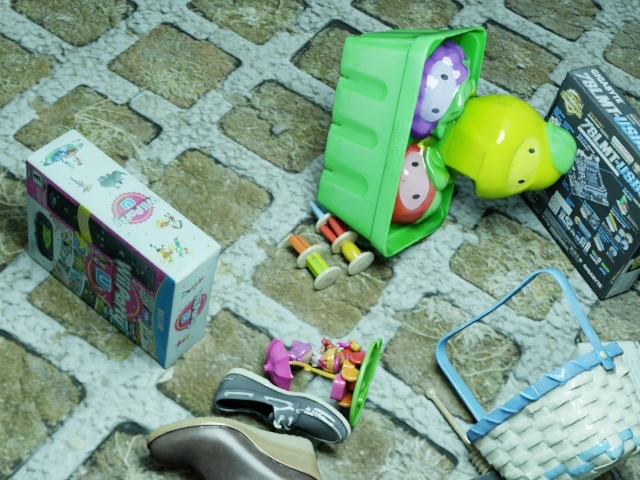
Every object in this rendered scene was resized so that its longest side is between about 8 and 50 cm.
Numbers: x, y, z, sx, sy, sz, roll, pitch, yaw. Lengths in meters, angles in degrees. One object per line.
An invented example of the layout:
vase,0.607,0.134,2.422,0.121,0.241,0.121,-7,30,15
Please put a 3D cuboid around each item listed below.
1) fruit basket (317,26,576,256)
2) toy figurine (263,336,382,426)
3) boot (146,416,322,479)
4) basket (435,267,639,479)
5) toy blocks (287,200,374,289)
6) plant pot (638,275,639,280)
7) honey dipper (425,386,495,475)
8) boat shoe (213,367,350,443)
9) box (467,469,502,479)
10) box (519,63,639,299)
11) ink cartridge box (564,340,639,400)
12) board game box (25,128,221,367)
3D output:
fruit basket,0.216,-0.159,1.628,0.392,0.392,0.283,38,31,17
toy figurine,-0.002,0.183,1.496,0.159,0.130,0.173,15,27,11
boot,-0.115,0.349,1.332,0.249,0.090,0.206,8,48,-11
basket,0.317,0.217,1.447,0.201,0.255,0.288,-15,69,-48
toy blocks,0.000,0.000,1.668,0.123,0.054,0.148,-22,60,-28
plant pot,0.667,0.029,1.731,0.188,0.167,0.187,-33,65,-34
honey dipper,0.210,0.285,1.504,0.031,0.030,0.160,-19,56,-26
boat shoe,-0.059,0.253,1.433,0.206,0.075,0.065,22,40,15
box,0.207,0.431,1.374,0.191,0.045,0.184,-13,57,-24
box,0.476,-0.097,1.704,0.073,0.293,0.295,-16,56,-25
ink cartridge box,0.504,0.241,1.572,0.203,0.086,0.148,0,51,-13
board game box,-0.299,0.014,1.475,0.303,0.224,0.097,36,51,16
